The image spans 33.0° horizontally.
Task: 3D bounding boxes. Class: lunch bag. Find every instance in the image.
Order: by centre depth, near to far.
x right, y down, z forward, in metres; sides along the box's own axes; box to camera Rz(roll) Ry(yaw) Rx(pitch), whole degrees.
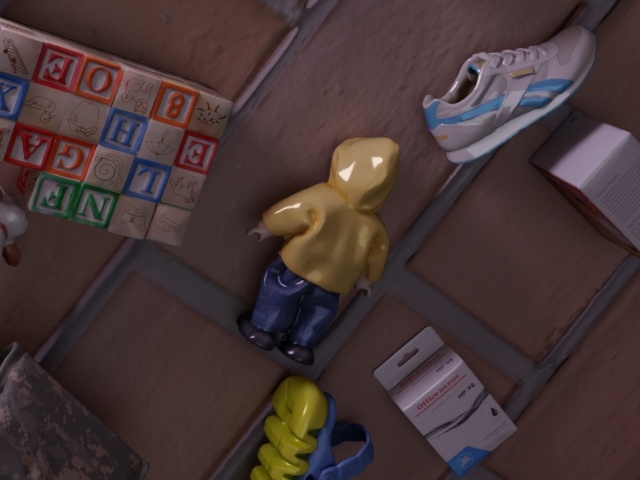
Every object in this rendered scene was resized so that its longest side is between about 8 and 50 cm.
[{"bbox_3d":[-0.377,0.271,1.189,0.287,0.169,0.235,-24,123,25],"label":"lunch bag"}]

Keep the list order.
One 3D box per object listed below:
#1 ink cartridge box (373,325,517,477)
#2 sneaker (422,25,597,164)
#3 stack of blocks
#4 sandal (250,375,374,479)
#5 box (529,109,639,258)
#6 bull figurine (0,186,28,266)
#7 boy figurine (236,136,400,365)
[{"bbox_3d":[0.162,0.211,1.411,0.104,0.060,0.180,-40,116,-1],"label":"ink cartridge box"},{"bbox_3d":[0.227,-0.189,1.278,0.229,0.087,0.092,-37,114,-5],"label":"sneaker"},{"bbox_3d":[-0.261,-0.116,1.119,0.297,0.087,0.171,16,104,-31],"label":"stack of blocks"},{"bbox_3d":[-0.029,0.332,1.361,0.138,0.126,0.317,19,103,-27],"label":"sandal"},{"bbox_3d":[0.367,-0.064,1.342,0.170,0.130,0.091,40,94,-25],"label":"box"},{"bbox_3d":[-0.417,0.065,1.097,0.189,0.310,0.101,3,152,16],"label":"bull figurine"},{"bbox_3d":[0.000,0.000,1.267,0.177,0.092,0.285,21,100,-23],"label":"boy figurine"}]
